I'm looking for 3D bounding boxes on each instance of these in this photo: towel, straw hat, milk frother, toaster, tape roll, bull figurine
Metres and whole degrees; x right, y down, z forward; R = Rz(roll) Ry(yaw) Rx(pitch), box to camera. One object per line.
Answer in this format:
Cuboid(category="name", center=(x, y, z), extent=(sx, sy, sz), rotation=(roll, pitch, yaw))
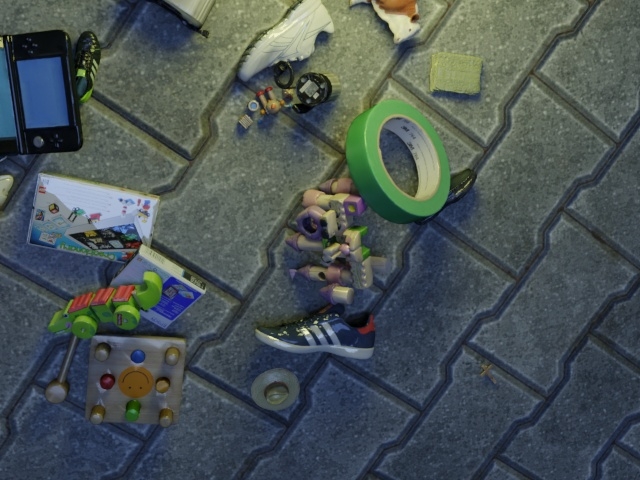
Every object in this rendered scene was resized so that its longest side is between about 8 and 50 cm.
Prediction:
Cuboid(category="towel", center=(0.374, -0.460, 1.871), extent=(0.148, 0.027, 0.110), rotation=(2, 101, -9))
Cuboid(category="straw hat", center=(-0.127, 0.446, 1.969), extent=(0.144, 0.061, 0.144), rotation=(-2, 102, -9))
Cuboid(category="milk frother", center=(-0.035, -0.411, 1.757), extent=(0.129, 0.135, 0.143), rotation=(-25, 95, 21))
Cuboid(category="toaster", center=(-0.335, -0.619, 1.656), extent=(0.227, 0.129, 0.146), rotation=(31, 94, -14))
Cuboid(category="tape roll", center=(0.208, -0.205, 1.775), extent=(0.321, 0.077, 0.321), rotation=(16, 65, -38))
Cuboid(category="bull figurine", center=(0.182, -0.670, 1.751), extent=(0.188, 0.101, 0.310), rotation=(6, 102, -10))

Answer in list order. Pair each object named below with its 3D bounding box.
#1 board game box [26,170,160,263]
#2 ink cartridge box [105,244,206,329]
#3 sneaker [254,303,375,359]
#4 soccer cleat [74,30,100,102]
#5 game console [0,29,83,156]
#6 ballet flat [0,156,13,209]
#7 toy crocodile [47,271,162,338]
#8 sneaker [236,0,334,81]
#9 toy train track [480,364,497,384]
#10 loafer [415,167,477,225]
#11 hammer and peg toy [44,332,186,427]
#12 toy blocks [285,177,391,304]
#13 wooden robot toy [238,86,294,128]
Cuboid(category="board game box", center=(-0.591, -0.054, 1.775), extent=(0.305, 0.053, 0.193), rotation=(13, 102, -13))
Cuboid(category="ink cartridge box", center=(-0.445, 0.129, 1.816), extent=(0.206, 0.045, 0.208), rotation=(35, 125, -22))
Cuboid(category="sneaker", center=(-0.010, 0.239, 1.918), extent=(0.350, 0.131, 0.148), rotation=(8, 94, -17))
Cuboid(category="soccer cleat", center=(-0.584, -0.429, 1.682), extent=(0.060, 0.072, 0.179), rotation=(9, 101, -12))
Cuboid(category="game console", center=(-0.730, -0.346, 1.605), extent=(0.250, 0.173, 0.293), rotation=(-1, 101, 15))
Cuboid(category="ballet flat", center=(-0.827, -0.175, 1.684), extent=(0.106, 0.107, 0.316), rotation=(-14, 106, -21))
Cuboid(category="toy crocodile", center=(-0.560, 0.170, 1.763), extent=(0.340, 0.115, 0.105), rotation=(-14, 122, 16))
Cuboid(category="sneaker", center=(-0.088, -0.503, 1.741), extent=(0.297, 0.111, 0.129), rotation=(-40, 112, 2))
Cuboid(category="toy train track", center=(0.521, 0.414, 2.103), extent=(0.048, 0.014, 0.083), rotation=(-41, 112, -7))
Cuboid(category="loafer", center=(0.341, -0.134, 1.913), extent=(0.223, 0.076, 0.078), rotation=(-38, 114, 4))
Cuboid(category="hammer and peg toy", center=(-0.556, 0.370, 1.839), extent=(0.361, 0.127, 0.266), rotation=(7, 101, -12))
Cuboid(category="toy blocks", center=(0.000, 0.000, 1.798), extent=(0.260, 0.309, 0.288), rotation=(6, 115, 31))
Cuboid(category="wooden robot toy", center=(-0.139, -0.355, 1.776), extent=(0.173, 0.079, 0.076), rotation=(-28, 106, -3))
